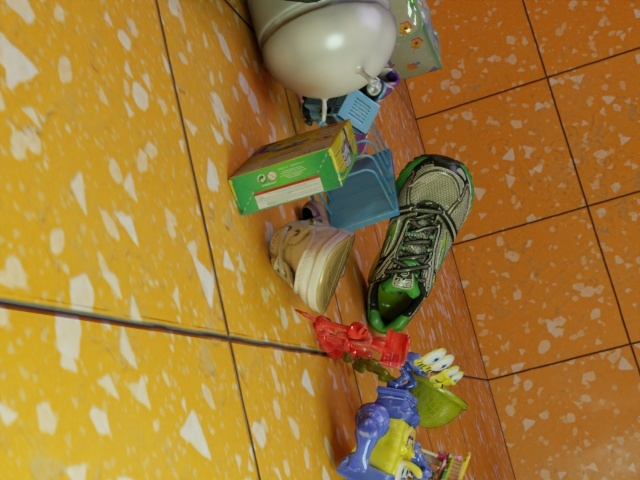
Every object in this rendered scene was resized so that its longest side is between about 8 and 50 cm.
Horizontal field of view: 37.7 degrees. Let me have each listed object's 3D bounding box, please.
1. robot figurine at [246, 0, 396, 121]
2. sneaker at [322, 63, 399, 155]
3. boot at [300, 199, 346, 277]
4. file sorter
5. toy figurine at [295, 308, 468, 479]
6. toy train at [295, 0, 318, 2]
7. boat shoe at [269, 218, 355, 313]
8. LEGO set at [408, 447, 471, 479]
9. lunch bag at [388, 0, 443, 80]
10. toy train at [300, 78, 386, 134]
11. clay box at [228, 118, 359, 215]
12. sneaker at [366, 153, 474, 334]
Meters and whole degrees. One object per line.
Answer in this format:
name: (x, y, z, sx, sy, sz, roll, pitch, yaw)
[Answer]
robot figurine: (-0.008, -0.359, 1.370, 0.300, 0.200, 0.353, -43, -121, 61)
sneaker: (0.080, -0.243, 1.721, 0.282, 0.161, 0.102, 50, 25, -63)
boot: (0.000, 0.000, 1.355, 0.087, 0.042, 0.118, -3, 75, -70)
file sorter: (0.049, -0.111, 1.522, 0.170, 0.118, 0.104, -92, 156, -49)
toy figurine: (0.064, 0.248, 1.200, 0.362, 0.191, 0.217, 53, 53, -65)
toy train: (-0.083, -0.392, 1.123, 0.334, 0.142, 0.190, -13, 86, -56)
boat shoe: (-0.018, 0.021, 1.132, 0.277, 0.096, 0.098, -39, 150, -86)
LEGO set: (0.176, 0.391, 1.542, 0.287, 0.107, 0.132, 24, 85, -79)
lunch bag: (0.141, -0.486, 2.133, 0.262, 0.224, 0.160, 56, 27, -52)
toy train: (0.029, -0.229, 1.506, 0.080, 0.105, 0.184, 33, -8, -31)
clay box: (-0.025, -0.097, 1.161, 0.222, 0.128, 0.053, -61, 134, -72)
sneaker: (0.164, 0.014, 1.550, 0.146, 0.134, 0.343, -75, 179, -58)
